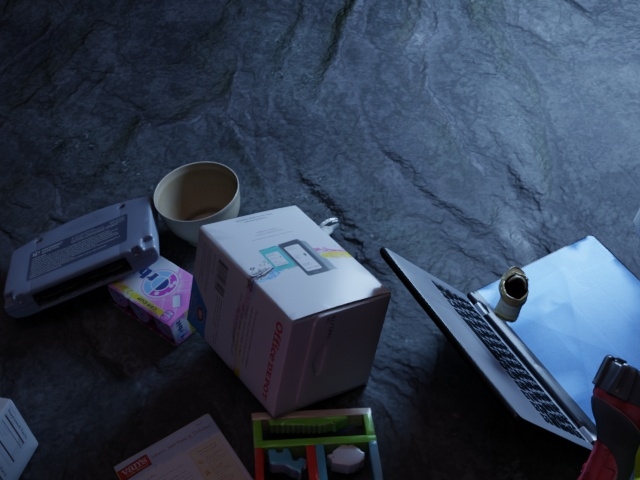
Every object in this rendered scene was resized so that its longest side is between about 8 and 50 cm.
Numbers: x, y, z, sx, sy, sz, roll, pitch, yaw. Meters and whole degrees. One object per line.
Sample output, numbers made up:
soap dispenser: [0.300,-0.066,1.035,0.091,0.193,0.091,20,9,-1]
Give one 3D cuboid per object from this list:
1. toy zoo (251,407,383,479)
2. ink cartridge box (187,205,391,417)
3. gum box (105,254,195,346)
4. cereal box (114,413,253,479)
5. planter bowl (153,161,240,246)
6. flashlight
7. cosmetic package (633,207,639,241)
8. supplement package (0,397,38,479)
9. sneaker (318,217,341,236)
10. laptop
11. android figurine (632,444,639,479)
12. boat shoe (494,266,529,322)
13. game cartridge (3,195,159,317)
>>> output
toy zoo: [-0.001,0.370,1.580,0.192,0.030,0.293,-2,40,-5]
ink cartridge box: [-0.057,0.108,1.733,0.197,0.198,0.270,-14,41,-35]
gum box: [-0.288,0.097,1.920,0.188,0.062,0.107,29,57,33]
cereal box: [-0.187,0.393,1.624,0.173,0.047,0.240,-28,47,-16]
planter bowl: [-0.224,-0.055,2.022,0.162,0.109,0.162,-5,45,5]
flashlight: [0.369,0.310,1.443,0.103,0.103,0.304,27,93,31]
cosmetic package: [0.720,-0.040,1.677,0.385,0.217,0.156,3,45,-7]
supplement package: [-0.572,0.369,1.665,0.139,0.134,0.244,9,49,19]
sneaker: [0.000,0.000,1.980,0.109,0.040,0.044,-39,68,-20]
laptop: [0.368,0.116,1.659,0.236,0.408,0.382,-48,47,12]
android figurine: [0.471,0.360,1.394,0.056,0.248,0.272,-3,72,49]
boat shoe: [0.297,0.073,1.625,0.050,0.045,0.135,21,32,3]
game cartridge: [-0.437,0.023,1.980,0.297,0.062,0.198,-22,29,5]
